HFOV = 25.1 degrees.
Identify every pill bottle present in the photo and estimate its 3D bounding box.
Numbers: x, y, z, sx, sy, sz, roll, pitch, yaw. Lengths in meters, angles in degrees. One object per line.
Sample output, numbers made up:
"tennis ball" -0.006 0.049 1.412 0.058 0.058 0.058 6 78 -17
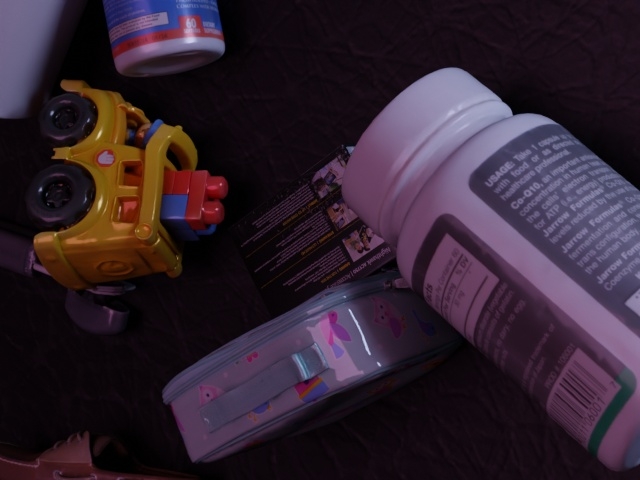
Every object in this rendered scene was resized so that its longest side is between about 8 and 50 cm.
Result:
"pill bottle" -0.184 -0.300 1.576 0.124 0.124 0.221 -14 86 34
"pill bottle" 0.200 0.016 1.290 0.361 0.204 0.204 44 115 24

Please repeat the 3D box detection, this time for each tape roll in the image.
"tape roll" -0.403 -0.270 1.653 0.246 0.246 0.169 35 110 27

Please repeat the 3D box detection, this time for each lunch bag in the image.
"lunch bag" -0.008 0.121 1.423 0.279 0.224 0.107 -32 76 32

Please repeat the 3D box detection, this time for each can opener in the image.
"can opener" -0.343 0.042 1.732 0.284 0.076 0.095 16 101 33

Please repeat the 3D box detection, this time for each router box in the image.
"router box" 0.000 0.000 1.518 0.179 0.046 0.133 -35 74 31

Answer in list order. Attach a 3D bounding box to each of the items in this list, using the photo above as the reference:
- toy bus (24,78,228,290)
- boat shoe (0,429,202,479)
"toy bus" -0.200 -0.066 1.590 0.212 0.149 0.220 -4 65 14
"boat shoe" -0.263 0.277 1.676 0.324 0.123 0.116 14 94 26
